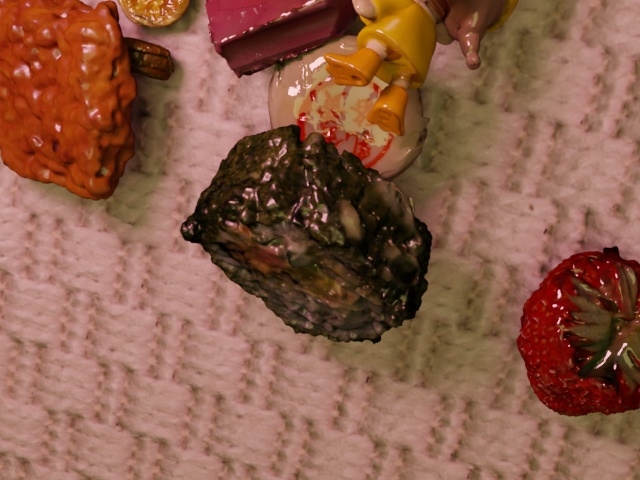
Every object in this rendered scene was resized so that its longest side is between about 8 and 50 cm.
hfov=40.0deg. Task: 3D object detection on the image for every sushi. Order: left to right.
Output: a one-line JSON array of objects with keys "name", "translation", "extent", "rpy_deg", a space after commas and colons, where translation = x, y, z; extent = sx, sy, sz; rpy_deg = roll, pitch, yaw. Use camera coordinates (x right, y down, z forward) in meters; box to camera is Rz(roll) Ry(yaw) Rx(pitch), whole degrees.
[{"name": "sushi", "translation": [0.000, 0.000, 1.314], "extent": [0.352, 0.178, 0.294], "rpy_deg": [41, 147, -25]}]

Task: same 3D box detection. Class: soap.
[{"name": "soap", "translation": [-0.026, -0.377, 1.297], "extent": [0.289, 0.112, 0.182], "rpy_deg": [-19, 65, 11]}]

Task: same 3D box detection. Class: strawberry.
[{"name": "strawberry", "translation": [0.429, 0.152, 1.375], "extent": [0.260, 0.257, 0.261], "rpy_deg": [1, 82, -8]}]

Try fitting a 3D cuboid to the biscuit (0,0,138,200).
[{"name": "biscuit", "translation": [-0.427, -0.234, 1.407], "extent": [0.312, 0.110, 0.318], "rpy_deg": [18, 119, 28]}]

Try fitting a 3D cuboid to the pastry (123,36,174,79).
[{"name": "pastry", "translation": [-0.288, -0.292, 1.414], "extent": [0.109, 0.097, 0.057], "rpy_deg": [6, 105, -37]}]

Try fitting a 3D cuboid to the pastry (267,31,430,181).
[{"name": "pastry", "translation": [0.041, -0.199, 1.370], "extent": [0.264, 0.133, 0.265], "rpy_deg": [2, 102, 9]}]

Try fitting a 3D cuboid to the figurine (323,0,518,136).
[{"name": "figurine", "translation": [0.155, -0.325, 1.236], "extent": [0.187, 0.215, 0.344], "rpy_deg": [23, 73, 35]}]

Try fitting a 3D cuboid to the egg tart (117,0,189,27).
[{"name": "egg tart", "translation": [-0.264, -0.404, 1.401], "extent": [0.130, 0.052, 0.131], "rpy_deg": [3, 108, 9]}]
